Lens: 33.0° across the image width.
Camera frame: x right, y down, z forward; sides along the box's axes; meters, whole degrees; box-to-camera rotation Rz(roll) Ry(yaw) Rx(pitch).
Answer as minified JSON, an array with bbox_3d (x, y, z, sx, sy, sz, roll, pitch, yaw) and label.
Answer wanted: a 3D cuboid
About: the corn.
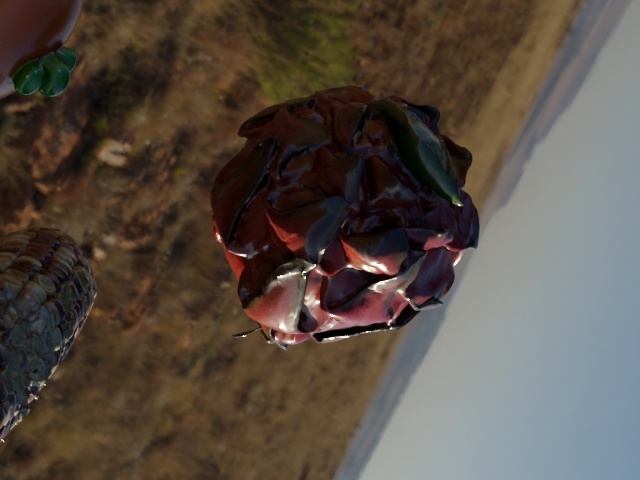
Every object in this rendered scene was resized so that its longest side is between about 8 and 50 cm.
[{"bbox_3d":[-0.231,0.076,0.741,0.290,0.098,0.098,-77,-169,-68],"label":"corn"}]

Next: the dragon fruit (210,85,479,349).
[{"bbox_3d":[0.000,0.000,0.914,0.293,0.234,0.234,-55,176,29],"label":"dragon fruit"}]

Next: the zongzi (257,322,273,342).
[{"bbox_3d":[-0.002,0.059,1.379,0.189,0.081,0.178,-39,-172,0],"label":"zongzi"}]

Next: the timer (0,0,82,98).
[{"bbox_3d":[-0.223,-0.154,0.765,0.099,0.136,0.136,-61,176,-63],"label":"timer"}]
